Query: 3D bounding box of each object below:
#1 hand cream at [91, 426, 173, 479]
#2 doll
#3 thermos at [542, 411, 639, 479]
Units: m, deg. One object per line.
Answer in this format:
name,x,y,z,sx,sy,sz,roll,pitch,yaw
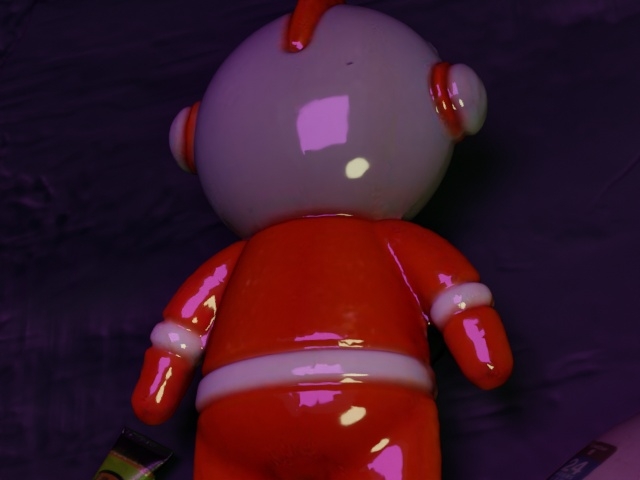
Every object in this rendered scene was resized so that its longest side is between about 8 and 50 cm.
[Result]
hand cream,-0.121,0.151,0.854,0.036,0.023,0.122,21,67,36
doll,0.000,0.000,0.850,0.199,0.105,0.337,-10,65,21
thermos,0.143,0.123,0.691,0.193,0.137,0.105,-42,84,-12
